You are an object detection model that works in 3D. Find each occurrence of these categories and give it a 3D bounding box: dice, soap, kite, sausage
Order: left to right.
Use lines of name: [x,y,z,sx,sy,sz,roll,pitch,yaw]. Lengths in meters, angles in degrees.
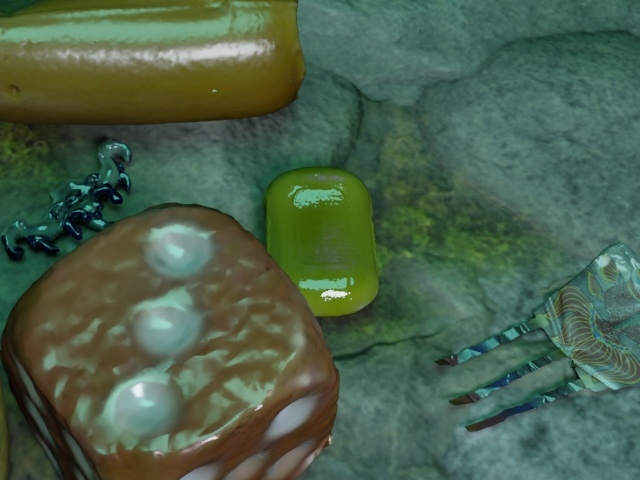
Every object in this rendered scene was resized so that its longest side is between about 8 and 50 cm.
sausage: [-0.192,-0.151,0.972,0.354,0.134,0.116,-4,94,-8]
dice: [-0.103,0.096,0.794,0.179,0.175,0.174,-32,65,-19]
soap: [0.000,0.001,0.939,0.089,0.045,0.140,1,56,-7]
kite: [0.192,0.080,0.925,0.229,0.016,0.127,-18,57,-19]

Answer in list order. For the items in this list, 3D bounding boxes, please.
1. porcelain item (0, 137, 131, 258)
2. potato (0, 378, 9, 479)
porcelain item: [-0.185,-0.020,0.952,0.075,0.021,0.136,36,62,13]
potato: [-0.270,0.178,0.700,0.397,0.290,0.296,46,34,2]
